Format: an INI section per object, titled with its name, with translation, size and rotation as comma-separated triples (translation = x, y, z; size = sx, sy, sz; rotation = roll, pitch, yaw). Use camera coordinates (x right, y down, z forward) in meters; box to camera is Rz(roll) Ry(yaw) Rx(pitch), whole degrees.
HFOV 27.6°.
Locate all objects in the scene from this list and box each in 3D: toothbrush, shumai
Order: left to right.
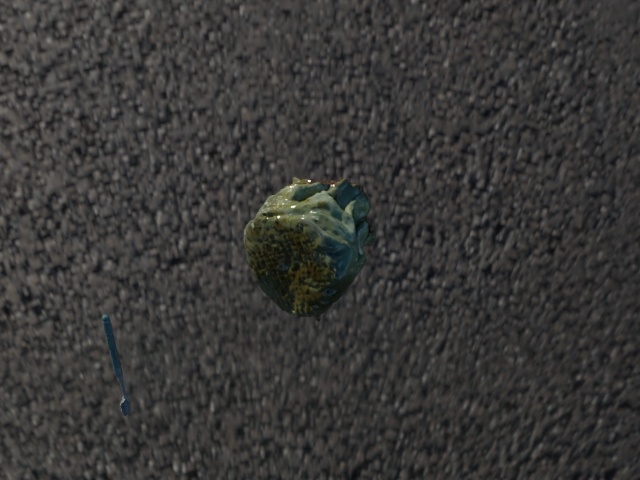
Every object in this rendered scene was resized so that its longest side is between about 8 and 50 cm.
[toothbrush]
translation = -0.264, 0.163, 1.688
size = 0.011, 0.167, 0.014
rotation = 7, 37, 17
[shumai]
translation = -0.002, 0.004, 1.703
size = 0.142, 0.184, 0.184
rotation = -27, 66, -38
